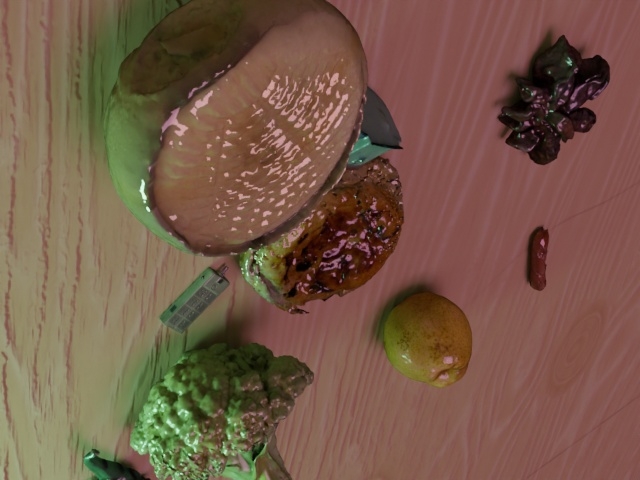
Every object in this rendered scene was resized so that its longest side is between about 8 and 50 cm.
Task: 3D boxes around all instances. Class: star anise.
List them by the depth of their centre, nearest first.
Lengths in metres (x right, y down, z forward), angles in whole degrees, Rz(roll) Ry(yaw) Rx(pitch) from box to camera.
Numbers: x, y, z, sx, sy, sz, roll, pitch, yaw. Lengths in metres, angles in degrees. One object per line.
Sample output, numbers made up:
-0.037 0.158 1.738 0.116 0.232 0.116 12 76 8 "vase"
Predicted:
0.405 -0.225 1.808 0.214 0.099 0.220 -41 141 13 "star anise"

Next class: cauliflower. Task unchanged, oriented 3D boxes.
-0.148 0.290 1.732 0.327 0.260 0.281 -13 141 19 "cauliflower"

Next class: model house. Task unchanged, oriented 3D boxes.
0.021 -0.151 1.574 0.149 0.119 0.148 -33 165 23 "model house"

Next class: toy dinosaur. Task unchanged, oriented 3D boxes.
-0.359 0.428 1.802 0.120 0.079 0.292 -43 143 -7 "toy dinosaur"

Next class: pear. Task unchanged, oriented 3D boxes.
0.203 0.186 1.962 0.178 0.178 0.178 -22 136 -22 "pear"

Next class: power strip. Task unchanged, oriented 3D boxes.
-0.192 0.090 1.673 0.136 0.019 0.051 -44 138 4 "power strip"

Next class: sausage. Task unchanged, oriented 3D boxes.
0.433 0.039 2.116 0.036 0.042 0.158 1 133 9 "sausage"

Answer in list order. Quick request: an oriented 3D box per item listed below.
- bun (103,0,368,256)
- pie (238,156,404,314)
-0.119 -0.167 1.360 0.364 0.202 0.364 -28 140 -26 "bun"
-0.001 -0.001 1.693 0.308 0.085 0.308 -21 137 -21 "pie"
